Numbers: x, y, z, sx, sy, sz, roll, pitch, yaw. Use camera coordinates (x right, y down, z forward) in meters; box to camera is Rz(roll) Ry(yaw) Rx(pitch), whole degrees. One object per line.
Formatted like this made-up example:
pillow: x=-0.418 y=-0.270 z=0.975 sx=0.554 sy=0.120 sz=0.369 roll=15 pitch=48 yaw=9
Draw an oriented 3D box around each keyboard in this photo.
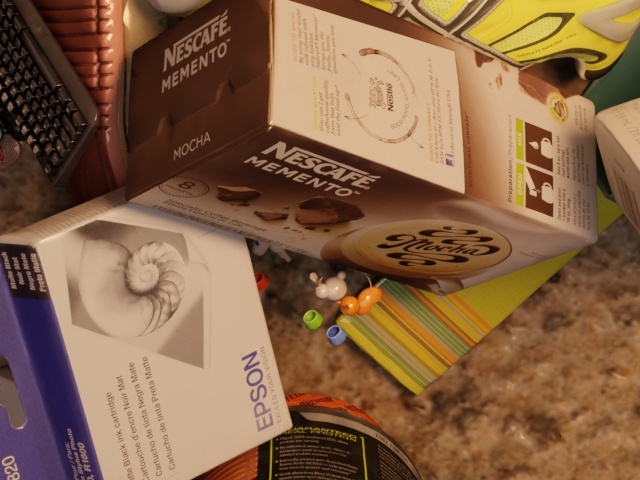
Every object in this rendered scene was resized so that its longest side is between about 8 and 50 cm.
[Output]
keyboard: x=-0.227 y=-0.121 z=1.262 sx=0.180 sy=0.023 sz=0.108 roll=57 pitch=136 yaw=22

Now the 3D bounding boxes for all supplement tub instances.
supplement tub: x=-0.011 y=0.258 z=1.290 sx=0.207 sy=0.338 sz=0.207 roll=0 pitch=110 yaw=0

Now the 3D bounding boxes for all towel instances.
towel: x=0.128 y=0.018 z=1.377 sx=0.237 sy=0.021 sz=0.102 roll=-43 pitch=110 yaw=12

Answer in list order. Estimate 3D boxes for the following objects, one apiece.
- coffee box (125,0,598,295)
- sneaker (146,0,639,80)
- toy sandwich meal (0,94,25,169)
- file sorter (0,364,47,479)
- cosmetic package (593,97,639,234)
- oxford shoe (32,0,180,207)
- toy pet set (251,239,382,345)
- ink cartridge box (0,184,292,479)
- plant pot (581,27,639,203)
coffee box: x=0.032 y=-0.066 z=1.192 sx=0.297 sy=0.119 sz=0.168 roll=18 pitch=154 yaw=-36
sneaker: x=0.065 y=-0.170 z=1.221 sx=0.384 sy=0.145 sz=0.147 roll=-2 pitch=124 yaw=-10
toy sandwich meal: x=-0.270 y=-0.089 z=1.332 sx=0.085 sy=0.029 sz=0.086 roll=0 pitch=109 yaw=0
file sorter: x=-0.238 y=0.273 z=1.339 sx=0.173 sy=0.193 sz=0.278 roll=-23 pitch=113 yaw=-35
cosmetic package: x=0.311 y=-0.068 z=1.123 sx=0.231 sy=0.117 sz=0.085 roll=-20 pitch=117 yaw=0
oxford shoe: x=-0.128 y=-0.103 z=1.297 sx=0.146 sy=0.140 sz=0.397 roll=-11 pitch=107 yaw=-29
toy pet set: x=0.000 y=0.000 z=1.318 sx=0.114 sy=0.122 sz=0.065 roll=-47 pitch=132 yaw=-11
ink cartridge box: x=-0.141 y=0.079 z=1.217 sx=0.224 sy=0.045 sz=0.223 roll=-25 pitch=113 yaw=-27
plant pot: x=0.336 y=-0.068 z=1.276 sx=0.234 sy=0.165 sz=0.166 roll=30 pitch=107 yaw=-16
